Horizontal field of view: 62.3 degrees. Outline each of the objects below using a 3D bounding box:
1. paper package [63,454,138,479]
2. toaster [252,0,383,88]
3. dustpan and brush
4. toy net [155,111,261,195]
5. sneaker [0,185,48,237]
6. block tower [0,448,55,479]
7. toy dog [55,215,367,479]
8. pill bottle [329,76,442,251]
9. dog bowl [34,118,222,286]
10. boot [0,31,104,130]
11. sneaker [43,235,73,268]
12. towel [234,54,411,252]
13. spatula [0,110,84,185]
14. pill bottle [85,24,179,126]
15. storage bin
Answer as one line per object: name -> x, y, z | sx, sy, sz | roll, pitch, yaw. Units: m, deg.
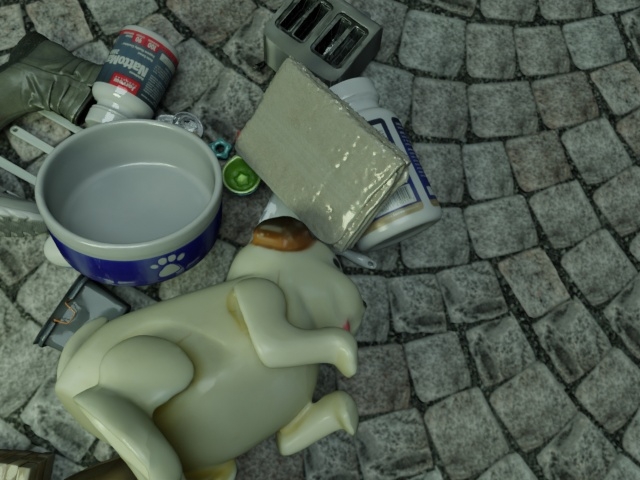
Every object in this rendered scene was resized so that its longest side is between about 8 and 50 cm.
paper package -> -0.281, 0.466, 0.671 | 0.168, 0.325, 0.309 | -21, 82, -6
toaster -> -0.004, -0.350, 0.949 | 0.168, 0.110, 0.185 | 37, 80, 5
dustpan and brush -> 0.000, 0.000, 0.916 | 0.211, 0.060, 0.147 | 23, 80, 9
toy net -> -0.191, -0.176, 0.939 | 0.232, 0.045, 0.122 | 33, 80, 4
sneaker -> -0.576, -0.091, 0.874 | 0.282, 0.105, 0.115 | 18, 65, -6
block tower -> -0.576, 0.359, 0.793 | 0.336, 0.091, 0.097 | 8, 79, -2
toy dog -> -0.111, 0.155, 0.737 | 0.408, 0.396, 0.284 | -40, 127, -33
pill bottle -> 0.083, -0.126, 0.888 | 0.153, 0.153, 0.264 | -21, 81, -7
dog bowl -> -0.286, -0.064, 0.822 | 0.265, 0.104, 0.264 | 5, 52, -6
boot -> -0.482, -0.239, 0.909 | 0.161, 0.083, 0.246 | 27, 71, 1
sneaker -> -0.341, 0.010, 0.876 | 0.237, 0.086, 0.085 | 2, 81, -1
towel -> -0.005, -0.134, 0.826 | 0.282, 0.049, 0.187 | 47, 117, 20
spatula -> -0.452, -0.143, 0.922 | 0.242, 0.019, 0.168 | 29, 71, 3
pill bottle -> -0.328, -0.266, 0.918 | 0.108, 0.108, 0.180 | 21, 79, 1
storage bin -> -0.375, 0.129, 0.852 | 0.091, 0.098, 0.135 | 32, 79, -7
